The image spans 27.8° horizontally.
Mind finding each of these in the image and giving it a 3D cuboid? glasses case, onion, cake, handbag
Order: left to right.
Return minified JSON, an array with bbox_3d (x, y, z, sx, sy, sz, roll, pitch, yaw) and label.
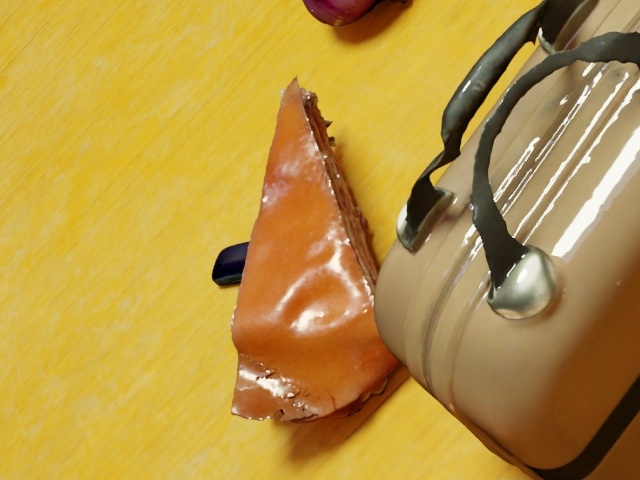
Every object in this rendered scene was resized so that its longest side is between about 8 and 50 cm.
[{"bbox_3d":[-0.056,0.016,1.066,0.083,0.023,0.033,-9,63,33],"label":"glasses case"},{"bbox_3d":[0.003,0.002,0.975,0.135,0.098,0.287,-10,63,25],"label":"cake"},{"bbox_3d":[0.033,-0.235,1.105,0.104,0.115,0.115,27,80,0],"label":"onion"},{"bbox_3d":[0.160,-0.016,0.727,0.302,0.283,0.149,-52,43,1],"label":"handbag"}]
